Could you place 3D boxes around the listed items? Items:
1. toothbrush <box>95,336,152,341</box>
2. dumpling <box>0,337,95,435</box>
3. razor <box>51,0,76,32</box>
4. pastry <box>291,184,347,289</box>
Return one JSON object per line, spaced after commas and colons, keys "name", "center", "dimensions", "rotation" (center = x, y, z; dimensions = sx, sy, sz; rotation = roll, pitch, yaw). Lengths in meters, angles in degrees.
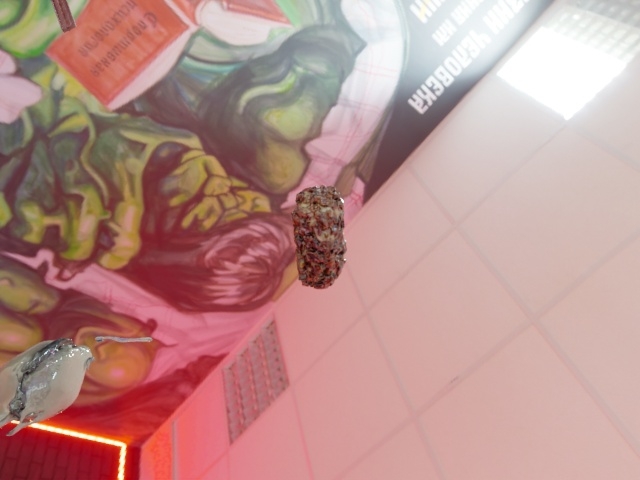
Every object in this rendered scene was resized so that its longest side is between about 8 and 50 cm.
{"name": "toothbrush", "center": [-0.429, 0.216, 1.085], "dimensions": [0.132, 0.013, 0.011], "rotation": [-2, -153, 9]}
{"name": "dumpling", "center": [-0.657, 0.313, 1.123], "dimensions": [0.205, 0.163, 0.293], "rotation": [9, -153, 17]}
{"name": "razor", "center": [-0.296, -0.283, 0.537], "dimensions": [0.066, 0.033, 0.190], "rotation": [-38, 180, -18]}
{"name": "pastry", "center": [-0.001, 0.001, 0.942], "dimensions": [0.097, 0.208, 0.115], "rotation": [13, -147, 24]}
